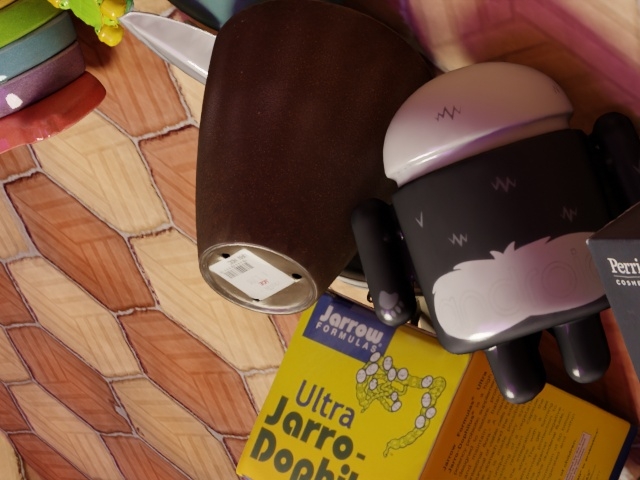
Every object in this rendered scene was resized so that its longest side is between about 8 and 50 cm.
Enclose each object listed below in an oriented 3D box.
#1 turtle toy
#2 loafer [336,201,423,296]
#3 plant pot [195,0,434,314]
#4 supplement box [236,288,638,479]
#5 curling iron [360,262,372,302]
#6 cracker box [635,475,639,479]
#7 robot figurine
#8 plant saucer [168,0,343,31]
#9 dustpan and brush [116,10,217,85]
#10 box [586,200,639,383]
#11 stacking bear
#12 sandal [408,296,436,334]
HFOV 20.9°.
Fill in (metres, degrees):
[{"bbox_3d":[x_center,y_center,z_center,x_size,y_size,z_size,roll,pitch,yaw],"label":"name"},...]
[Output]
[{"bbox_3d":[-0.225,-0.265,1.764,0.095,0.066,0.130,37,153,8],"label":"turtle toy"},{"bbox_3d":[0.108,0.008,1.641,0.319,0.111,0.112,-6,104,56],"label":"loafer"},{"bbox_3d":[-0.026,-0.057,1.539,0.215,0.230,0.215,13,146,9],"label":"plant pot"},{"bbox_3d":[0.122,0.202,1.677,0.194,0.195,0.356,21,176,38],"label":"supplement box"},{"bbox_3d":[0.000,0.000,1.668,0.274,0.035,0.068,24,116,55],"label":"curling iron"},{"bbox_3d":[0.378,0.313,1.799,0.155,0.067,0.232,39,154,10],"label":"cracker box"},{"bbox_3d":[0.156,-0.009,1.435,0.173,0.209,0.278,-27,81,62],"label":"robot figurine"},{"bbox_3d":[-0.112,-0.301,1.565,0.317,0.043,0.318,33,149,23],"label":"plant saucer"},{"bbox_3d":[-0.079,-0.170,1.679,0.211,0.060,0.147,32,178,21],"label":"dustpan and brush"},{"bbox_3d":[0.407,0.095,1.225,0.343,0.179,0.313,-2,115,55],"label":"box"},{"bbox_3d":[-0.366,-0.252,1.885,0.175,0.164,0.289,-16,108,34],"label":"stacking bear"},{"bbox_3d":[0.122,0.091,1.838,0.072,0.049,0.180,23,148,34],"label":"sandal"}]
